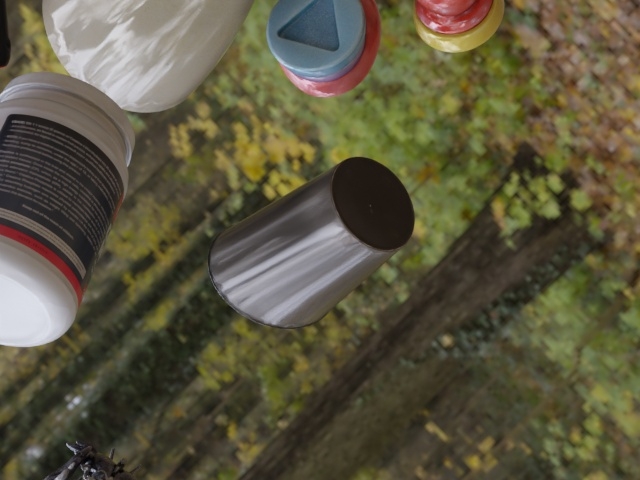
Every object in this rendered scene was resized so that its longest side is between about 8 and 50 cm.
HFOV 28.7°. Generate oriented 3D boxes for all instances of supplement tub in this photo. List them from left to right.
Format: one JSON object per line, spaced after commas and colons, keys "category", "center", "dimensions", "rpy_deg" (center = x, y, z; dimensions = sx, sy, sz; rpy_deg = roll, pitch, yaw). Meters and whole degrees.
{"category": "supplement tub", "center": [-0.329, -0.036, 1.410], "dimensions": [0.191, 0.272, 0.191], "rpy_deg": [10, 143, 8]}

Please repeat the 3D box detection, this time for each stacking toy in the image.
{"category": "stacking toy", "center": [0.055, -0.355, 1.631], "dimensions": [0.130, 0.308, 0.280], "rpy_deg": [48, -158, -65]}

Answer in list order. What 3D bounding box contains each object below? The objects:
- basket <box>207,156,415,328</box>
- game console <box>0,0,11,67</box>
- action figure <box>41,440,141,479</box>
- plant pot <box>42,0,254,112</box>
{"category": "basket", "center": [0.000, 0.000, 1.580], "dimensions": [0.204, 0.227, 0.154], "rpy_deg": [8, -118, -34]}
{"category": "game console", "center": [-0.649, -0.456, 1.909], "dimensions": [0.060, 0.341, 0.387], "rpy_deg": [-12, 81, 57]}
{"category": "action figure", "center": [-0.319, 0.367, 1.715], "dimensions": [0.164, 0.141, 0.276], "rpy_deg": [41, -176, -1]}
{"category": "plant pot", "center": [-0.190, -0.336, 1.631], "dimensions": [0.256, 0.256, 0.274], "rpy_deg": [46, 143, -13]}
